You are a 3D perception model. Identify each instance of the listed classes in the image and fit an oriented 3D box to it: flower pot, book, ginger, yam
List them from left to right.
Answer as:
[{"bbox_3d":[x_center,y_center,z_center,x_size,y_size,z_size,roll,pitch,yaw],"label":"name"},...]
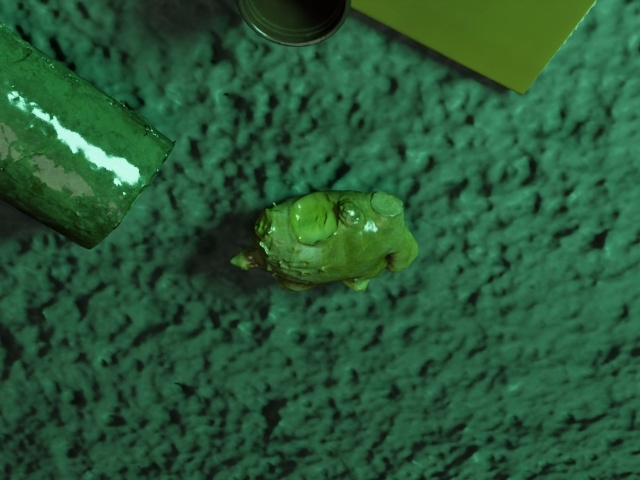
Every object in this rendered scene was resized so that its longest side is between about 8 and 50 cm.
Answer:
[{"bbox_3d":[-0.318,-0.122,1.560,0.304,0.168,0.168,33,125,-21],"label":"yam"},{"bbox_3d":[-0.023,-0.259,1.422,0.111,0.089,0.111,2,129,3],"label":"flower pot"},{"bbox_3d":[0.000,0.000,1.660,0.216,0.102,0.157,-10,154,7],"label":"ginger"},{"bbox_3d":[0.117,-0.322,1.433,0.374,0.028,0.262,26,127,-14],"label":"book"}]
